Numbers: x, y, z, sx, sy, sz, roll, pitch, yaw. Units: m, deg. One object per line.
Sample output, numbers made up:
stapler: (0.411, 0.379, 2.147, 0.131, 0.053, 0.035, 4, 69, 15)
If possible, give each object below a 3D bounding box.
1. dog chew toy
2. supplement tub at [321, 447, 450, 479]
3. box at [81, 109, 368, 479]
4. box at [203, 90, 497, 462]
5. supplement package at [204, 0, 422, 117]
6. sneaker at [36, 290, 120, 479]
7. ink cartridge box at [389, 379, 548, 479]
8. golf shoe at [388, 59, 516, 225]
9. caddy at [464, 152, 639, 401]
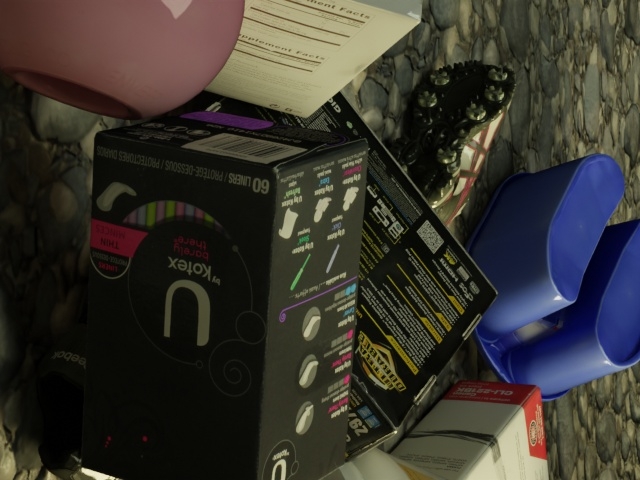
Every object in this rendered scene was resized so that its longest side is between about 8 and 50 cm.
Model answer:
dog chew toy: (-0.133, -0.263, 1.288, 0.206, 0.206, 0.332, 31, 74, -59)
supplement tub: (0.043, 0.315, 1.631, 0.316, 0.228, 0.228, 29, 65, -47)
box: (-0.074, 0.050, 1.307, 0.143, 0.165, 0.270, -22, 119, -57)
box: (0.000, 0.000, 1.565, 0.322, 0.079, 0.257, 51, 39, -6)
supplement package: (-0.018, -0.215, 1.423, 0.134, 0.244, 0.139, 14, 71, -18)
sneaker: (-0.176, 0.093, 1.392, 0.106, 0.078, 0.234, 33, 64, -61)
ink cartridge box: (0.169, 0.309, 2.016, 0.273, 0.114, 0.197, -38, 125, -57)
golf shoe: (0.145, -0.104, 1.992, 0.273, 0.105, 0.120, -55, 154, -38)
caddy: (0.301, 0.046, 2.196, 0.241, 0.179, 0.341, 51, 42, -17)
